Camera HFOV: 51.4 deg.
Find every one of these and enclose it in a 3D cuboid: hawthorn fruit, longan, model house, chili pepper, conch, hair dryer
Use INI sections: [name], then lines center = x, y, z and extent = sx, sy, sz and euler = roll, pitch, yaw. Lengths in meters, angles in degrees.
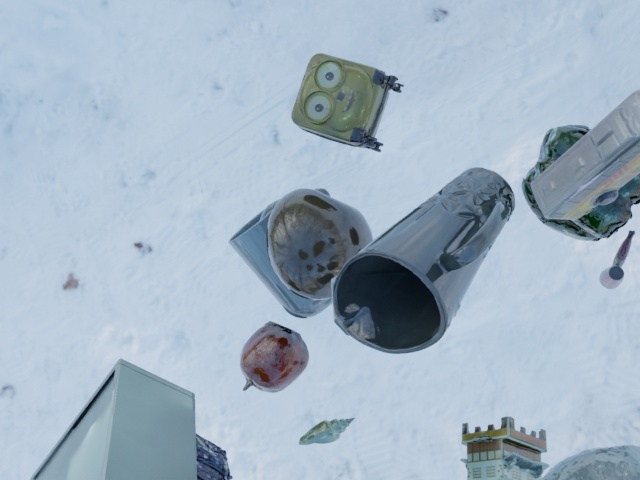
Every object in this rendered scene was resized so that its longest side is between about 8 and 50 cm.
[hawthorn fruit]
center = -0.158, 0.373, 2.073
extent = 0.249, 0.215, 0.215
euler = -41, 83, -6
[longan]
center = 0.000, 0.000, 1.646
extent = 0.243, 0.300, 0.300
euler = -14, 96, 27
[model house]
center = 0.539, 0.650, 1.944
extent = 0.198, 0.224, 0.215
euler = -25, 48, 47
[chili pepper]
center = 0.617, -0.145, 1.553
extent = 0.256, 0.233, 0.249
euler = 29, 84, 2
[conch]
center = 0.018, 0.545, 1.931
extent = 0.180, 0.088, 0.065
euler = -22, 108, 5
[hair dryer]
center = 0.765, 0.043, 1.700
extent = 0.054, 0.106, 0.154
euler = 21, 80, 18

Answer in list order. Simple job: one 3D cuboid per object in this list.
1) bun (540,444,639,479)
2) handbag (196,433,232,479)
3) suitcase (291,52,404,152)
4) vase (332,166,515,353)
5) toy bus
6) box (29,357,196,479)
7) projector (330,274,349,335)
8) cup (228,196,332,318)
[bun]
center = 0.500, 0.516, 1.099
extent = 0.354, 0.194, 0.355
euler = -1, 103, -3
[handbag]
center = -0.350, 0.592, 1.807
extent = 0.260, 0.162, 0.113
euler = 36, 96, -20
[suitcase]
center = 0.054, -0.331, 1.584
extent = 0.234, 0.143, 0.194
euler = 20, 96, 17
[vase]
center = 0.175, 0.006, 0.935
extent = 0.156, 0.301, 0.251
euler = 50, 143, -4
[toy bus]
center = 0.447, -0.130, 1.036
extent = 0.268, 0.106, 0.092
euler = 128, 135, -53
[box]
center = -0.249, 0.306, 0.774
extent = 0.117, 0.225, 0.225
euler = 32, 106, -24
[projector]
center = 0.095, 0.088, 1.160
extent = 0.147, 0.115, 0.061
euler = -28, 124, 17
[cup]
center = -0.084, 0.054, 1.862
extent = 0.205, 0.205, 0.312
euler = -34, 101, 26
